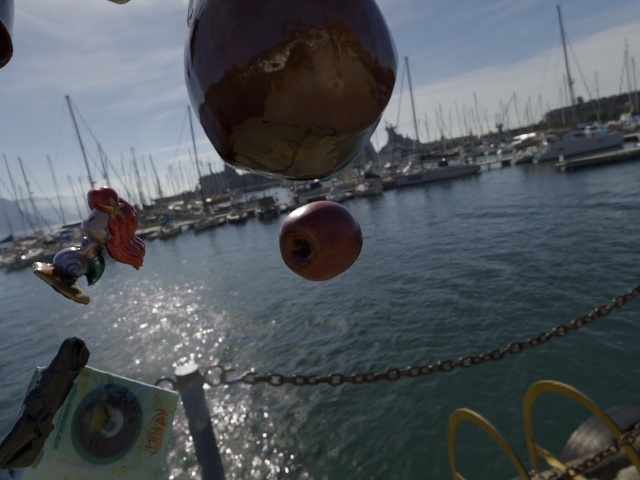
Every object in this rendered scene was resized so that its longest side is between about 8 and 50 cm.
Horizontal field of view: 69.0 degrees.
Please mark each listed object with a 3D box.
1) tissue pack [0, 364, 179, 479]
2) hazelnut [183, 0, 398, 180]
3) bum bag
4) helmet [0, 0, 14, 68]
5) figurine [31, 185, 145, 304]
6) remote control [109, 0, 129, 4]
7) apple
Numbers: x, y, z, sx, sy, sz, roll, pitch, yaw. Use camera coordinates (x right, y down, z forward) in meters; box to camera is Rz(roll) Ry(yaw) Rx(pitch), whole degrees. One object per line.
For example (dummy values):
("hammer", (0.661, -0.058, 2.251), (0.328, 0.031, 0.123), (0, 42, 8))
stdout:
("tissue pack", (-0.594, 0.511, 1.246), (0.162, 0.287, 0.388), (-16, -36, 32))
("hazelnut", (-0.046, -0.265, 0.704), (0.365, 0.366, 0.366), (-11, 8, 2))
("bum bag", (-0.522, 0.307, 0.892), (0.060, 0.248, 0.123), (14, -25, -3))
("helmet", (-0.847, -0.572, 1.009), (0.385, 0.230, 0.337), (9, -23, -3))
("figurine", (-0.541, 0.016, 1.149), (0.257, 0.208, 0.181), (-51, 2, -10))
("remote control", (-0.567, -0.847, 1.461), (0.128, 0.065, 0.335), (25, 56, 9))
("apple", (0.000, 0.000, 1.276), (0.218, 0.218, 0.201), (-5, 9, 36))
